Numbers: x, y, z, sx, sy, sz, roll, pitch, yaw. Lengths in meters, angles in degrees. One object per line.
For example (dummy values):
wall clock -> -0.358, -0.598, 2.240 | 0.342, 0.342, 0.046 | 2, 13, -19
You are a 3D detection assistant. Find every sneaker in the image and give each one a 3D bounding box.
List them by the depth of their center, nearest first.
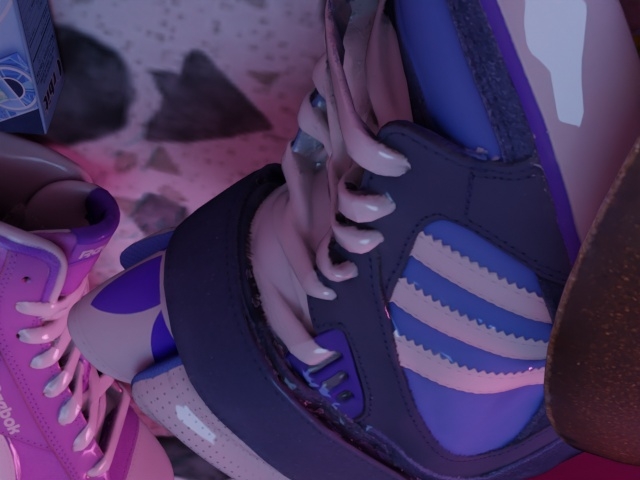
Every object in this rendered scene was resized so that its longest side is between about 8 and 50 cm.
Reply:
sneaker -> 0.000, 0.000, 0.468 | 0.236, 0.130, 0.323 | -12, 142, 12
sneaker -> -0.134, 0.053, 0.637 | 0.161, 0.102, 0.282 | -25, 128, 26

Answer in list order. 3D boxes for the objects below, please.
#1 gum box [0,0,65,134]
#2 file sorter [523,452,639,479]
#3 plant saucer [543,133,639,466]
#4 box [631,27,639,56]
gum box -> -0.191, -0.124, 0.499 | 0.157, 0.041, 0.184 | 2, 136, 5
file sorter -> 0.163, 0.197, 0.672 | 0.290, 0.202, 0.182 | 17, 137, -10
plant saucer -> 0.198, -0.034, 0.392 | 0.310, 0.050, 0.311 | -31, 148, -22
box -> 0.109, -0.027, 0.559 | 0.179, 0.043, 0.105 | -17, 132, 27
